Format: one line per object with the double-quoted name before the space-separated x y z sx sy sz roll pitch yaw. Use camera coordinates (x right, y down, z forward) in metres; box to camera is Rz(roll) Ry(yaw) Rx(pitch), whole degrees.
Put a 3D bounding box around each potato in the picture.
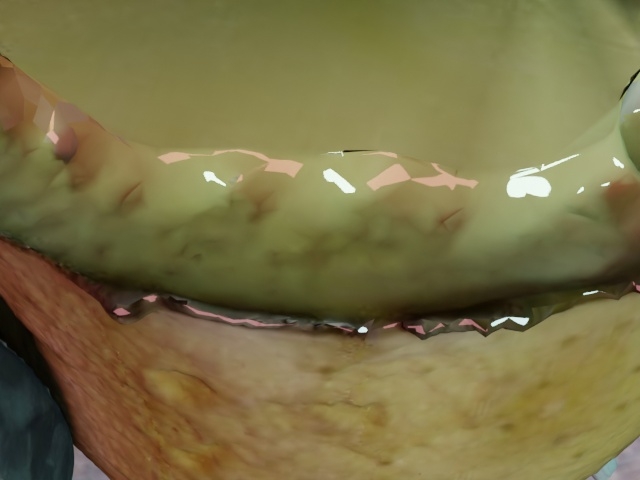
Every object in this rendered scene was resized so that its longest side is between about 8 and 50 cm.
"potato" 0.000 0.000 0.513 0.285 0.242 0.242 1 128 -8

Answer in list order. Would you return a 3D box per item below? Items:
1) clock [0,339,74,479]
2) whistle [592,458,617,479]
"clock" -0.180 0.059 0.476 0.215 0.042 0.215 8 145 6
"whistle" 0.106 0.062 0.648 0.035 0.035 0.100 -13 126 18
